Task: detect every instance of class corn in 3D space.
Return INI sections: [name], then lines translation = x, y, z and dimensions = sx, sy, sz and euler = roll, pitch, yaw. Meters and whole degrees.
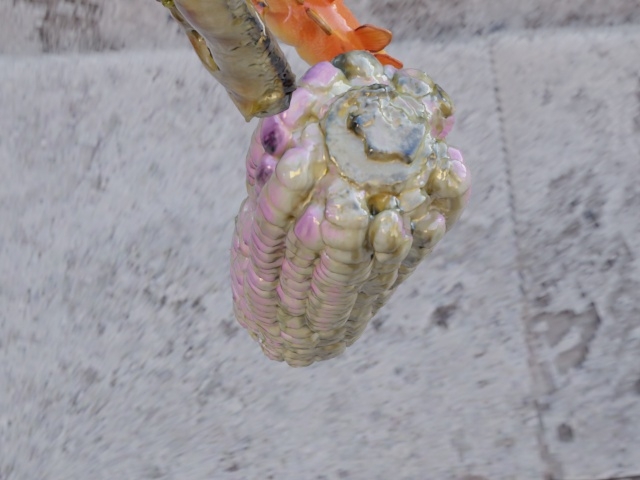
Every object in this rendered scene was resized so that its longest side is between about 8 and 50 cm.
[corn]
translation = 0.000, -0.003, 1.032
dimensions = 0.127, 0.335, 0.126
euler = 4, 70, -10

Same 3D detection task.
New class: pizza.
[pizza]
translation = -0.053, -0.105, 0.659
dimensions = 0.036, 0.176, 0.184
euler = -31, 120, 1

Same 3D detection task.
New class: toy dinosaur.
[toy dinosaur]
translation = -0.006, -0.157, 1.234
dimensions = 0.288, 0.117, 0.070
euler = 41, 80, -21
